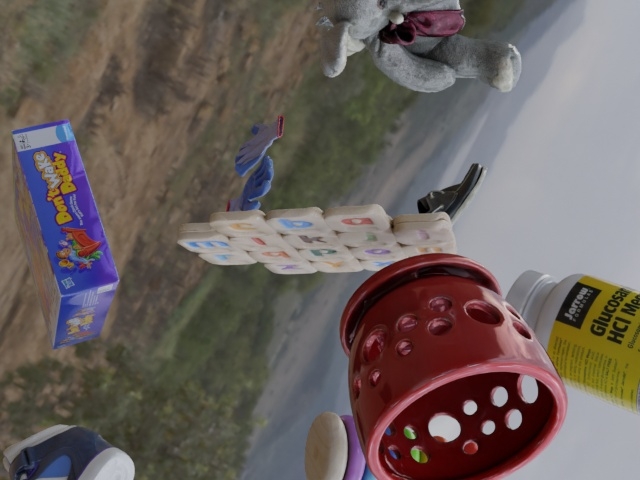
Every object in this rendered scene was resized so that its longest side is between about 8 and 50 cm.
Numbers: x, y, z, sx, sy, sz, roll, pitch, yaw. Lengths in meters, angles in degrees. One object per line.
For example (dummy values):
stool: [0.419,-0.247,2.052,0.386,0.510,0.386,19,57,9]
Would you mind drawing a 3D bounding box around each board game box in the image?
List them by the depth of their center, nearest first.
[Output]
board game box: [-0.377,0.006,1.368,0.078,0.233,0.347,-15,167,-21]

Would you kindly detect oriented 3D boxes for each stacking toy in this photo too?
stacking toy: [0.147,0.379,1.633,0.141,0.330,0.141,-171,-90,-72]

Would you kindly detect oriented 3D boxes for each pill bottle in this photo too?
pill bottle: [0.468,0.164,1.526,0.188,0.334,0.188,-29,129,-44]

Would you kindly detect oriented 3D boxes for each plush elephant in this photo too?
plush elephant: [0.110,-0.350,1.360,0.255,0.330,0.272,-20,110,-69]

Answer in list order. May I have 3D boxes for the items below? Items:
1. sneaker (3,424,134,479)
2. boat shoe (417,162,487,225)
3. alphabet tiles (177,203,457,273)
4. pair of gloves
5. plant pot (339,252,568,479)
sneaker: [-0.493,0.455,1.617,0.323,0.236,0.130,-50,134,-32]
boat shoe: [0.207,-0.058,1.617,0.233,0.079,0.084,-49,173,-23]
alphabet tiles: [0.000,0.000,1.007,0.278,0.284,0.021,45,45,-73]
pair of gloves: [-0.114,-0.125,1.596,0.159,0.023,0.198,-35,-140,48]
plant pot: [0.113,0.117,0.894,0.174,0.191,0.191,-109,-148,-45]
